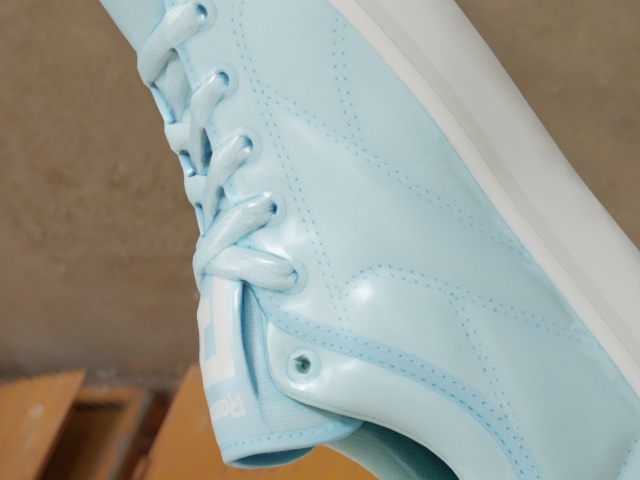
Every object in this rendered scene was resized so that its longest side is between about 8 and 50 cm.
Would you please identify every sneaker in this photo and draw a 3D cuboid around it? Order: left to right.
[{"bbox_3d":[0.000,0.000,0.678,0.366,0.150,0.135,48,159,5],"label":"sneaker"}]
